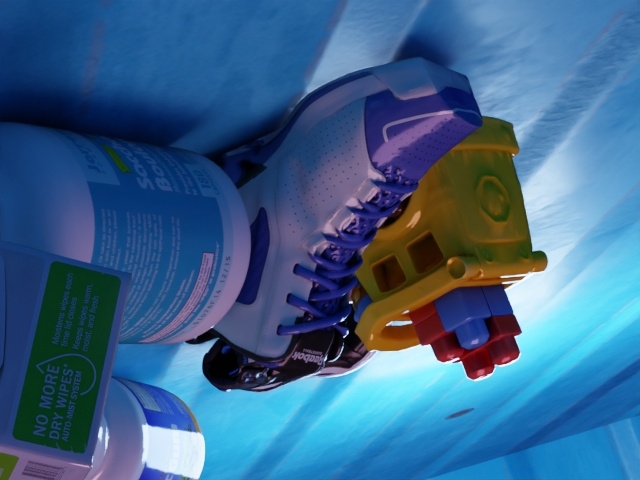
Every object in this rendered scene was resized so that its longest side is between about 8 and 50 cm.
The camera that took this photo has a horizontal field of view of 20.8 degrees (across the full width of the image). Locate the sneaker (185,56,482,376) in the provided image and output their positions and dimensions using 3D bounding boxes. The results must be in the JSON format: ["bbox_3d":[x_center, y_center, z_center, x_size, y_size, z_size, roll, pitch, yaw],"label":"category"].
[{"bbox_3d":[-0.001,0.000,1.335,0.315,0.182,0.127,-26,165,26],"label":"sneaker"}]

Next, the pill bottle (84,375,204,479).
[{"bbox_3d":[-0.238,0.220,1.875,0.152,0.152,0.272,-22,165,12],"label":"pill bottle"}]

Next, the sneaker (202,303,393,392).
[{"bbox_3d":[-0.033,0.120,1.906,0.217,0.079,0.121,-26,165,30],"label":"sneaker"}]

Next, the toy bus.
[{"bbox_3d":[0.079,0.024,1.463,0.149,0.211,0.220,-5,161,-46],"label":"toy bus"}]

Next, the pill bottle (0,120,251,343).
[{"bbox_3d":[-0.175,-0.002,1.183,0.146,0.146,0.264,-27,163,28],"label":"pill bottle"}]

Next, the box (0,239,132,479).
[{"bbox_3d":[-0.257,0.092,1.041,0.231,0.127,0.262,15,155,-11],"label":"box"}]
